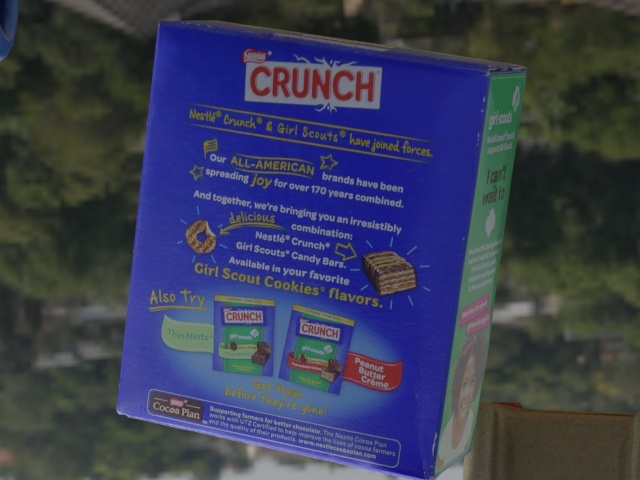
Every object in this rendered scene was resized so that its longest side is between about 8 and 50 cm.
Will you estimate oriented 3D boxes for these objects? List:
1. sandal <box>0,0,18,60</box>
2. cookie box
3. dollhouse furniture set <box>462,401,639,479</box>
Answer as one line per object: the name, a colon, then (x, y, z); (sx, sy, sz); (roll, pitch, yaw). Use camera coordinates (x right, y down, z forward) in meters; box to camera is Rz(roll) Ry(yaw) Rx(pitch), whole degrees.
sandal: (-0.115, -0.069, 0.345); (0.138, 0.317, 0.126); (32, -157, -13)
cookie box: (0.000, 0.000, 0.484); (0.092, 0.107, 0.040); (11, -170, 17)
dollhouse furniture set: (0.114, 0.198, 0.760); (0.262, 0.259, 0.135); (1, 172, 21)
